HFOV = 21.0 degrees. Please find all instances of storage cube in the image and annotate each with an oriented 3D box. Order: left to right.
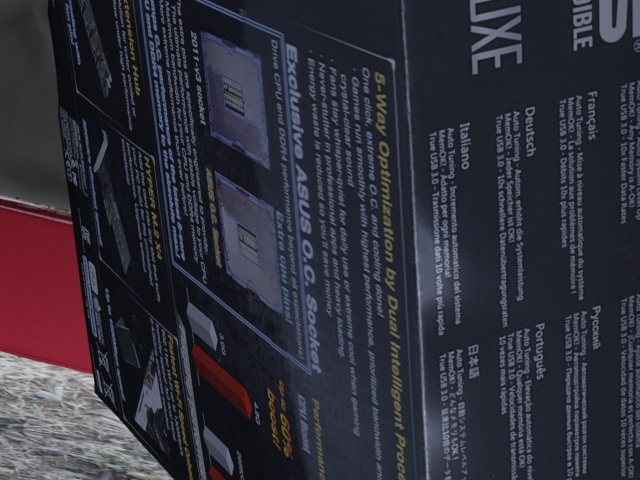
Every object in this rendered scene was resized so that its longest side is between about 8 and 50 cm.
[{"bbox_3d":[-0.120,-0.062,0.771,0.215,0.184,0.193,14,158,-3],"label":"storage cube"}]

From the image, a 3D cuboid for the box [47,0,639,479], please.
[{"bbox_3d":[-0.006,-0.054,0.471,0.076,0.307,0.242,-15,-156,-24],"label":"box"}]
